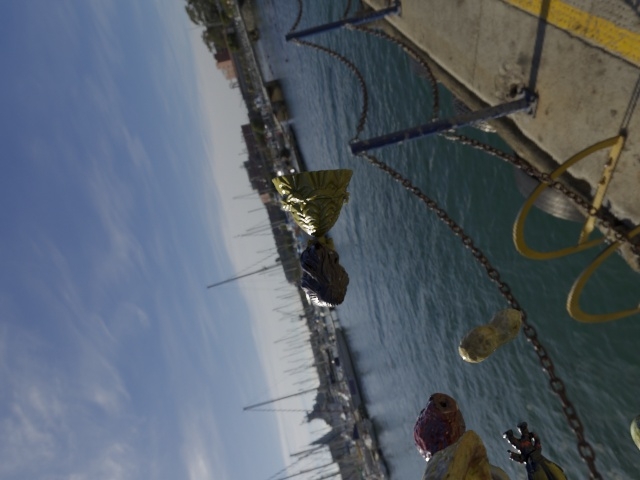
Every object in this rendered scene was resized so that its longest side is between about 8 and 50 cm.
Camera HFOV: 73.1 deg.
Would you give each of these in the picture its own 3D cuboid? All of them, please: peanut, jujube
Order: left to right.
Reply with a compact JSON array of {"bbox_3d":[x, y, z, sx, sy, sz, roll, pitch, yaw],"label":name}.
[{"bbox_3d":[0.445,0.713,1.620,0.197,0.196,0.291,-113,20,-62],"label":"jujube"},{"bbox_3d":[0.540,0.301,1.369,0.098,0.229,0.103,55,177,14],"label":"peanut"}]

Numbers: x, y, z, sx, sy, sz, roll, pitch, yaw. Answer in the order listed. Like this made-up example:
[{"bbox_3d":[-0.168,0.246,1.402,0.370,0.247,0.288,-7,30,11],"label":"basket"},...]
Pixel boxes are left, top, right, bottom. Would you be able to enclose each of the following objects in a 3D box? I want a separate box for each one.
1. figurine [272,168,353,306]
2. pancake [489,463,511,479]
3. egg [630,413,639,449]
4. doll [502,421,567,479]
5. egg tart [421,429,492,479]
[{"bbox_3d":[-0.001,0.000,1.030,0.168,0.187,0.316,-5,92,56],"label":"figurine"},{"bbox_3d":[0.487,0.824,1.221,0.356,0.065,0.357,-169,90,-79],"label":"pancake"},{"bbox_3d":[1.196,0.664,1.419,0.289,0.238,0.238,19,142,27],"label":"egg"},{"bbox_3d":[0.690,0.717,1.377,0.088,0.126,0.249,32,-149,-62],"label":"doll"},{"bbox_3d":[0.302,0.595,0.993,0.318,0.128,0.320,8,-100,-56],"label":"egg tart"}]
